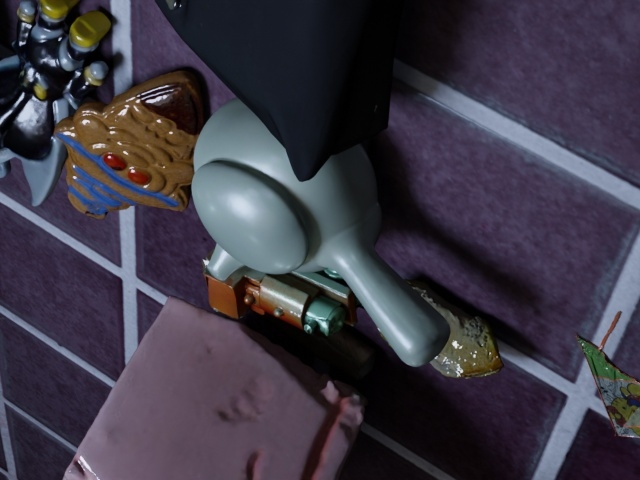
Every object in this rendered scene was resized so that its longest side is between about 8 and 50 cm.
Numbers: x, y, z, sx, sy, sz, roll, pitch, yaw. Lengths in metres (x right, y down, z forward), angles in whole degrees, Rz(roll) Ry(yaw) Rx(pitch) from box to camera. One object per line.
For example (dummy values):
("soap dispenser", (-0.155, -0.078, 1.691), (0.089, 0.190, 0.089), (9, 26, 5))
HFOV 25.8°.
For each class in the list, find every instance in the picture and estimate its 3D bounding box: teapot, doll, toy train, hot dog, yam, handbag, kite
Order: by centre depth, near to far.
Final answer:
("handbag", (-0.046, -0.247, 1.225), (0.288, 0.152, 0.342), (42, 145, 21))
("kite", (0.339, 0.142, 1.384), (0.198, 0.006, 0.244), (34, 146, 13))
("teapot", (-0.001, -0.025, 1.414), (0.318, 0.149, 0.220), (20, 142, 32))
("hot dog", (0.124, 0.097, 1.500), (0.169, 0.078, 0.061), (33, -174, 15))
("toy train", (-0.031, 0.051, 1.560), (0.176, 0.118, 0.074), (25, 146, 27))
("doll", (-0.336, -0.174, 1.631), (0.145, 0.103, 0.316), (26, 140, -12))
("yam", (-0.038, 0.083, 1.667), (0.241, 0.057, 0.057), (34, 146, 9))

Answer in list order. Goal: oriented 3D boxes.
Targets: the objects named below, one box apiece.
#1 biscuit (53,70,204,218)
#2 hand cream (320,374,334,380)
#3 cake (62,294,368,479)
("biscuit", (-0.210, -0.101, 1.594), (0.183, 0.043, 0.280), (25, 141, -22))
("hand cream", (-0.068, 0.174, 1.809), (0.234, 0.050, 0.080), (18, 141, 21))
("cake", (-0.126, 0.262, 1.658), (0.314, 0.293, 0.307), (24, 157, 4))
